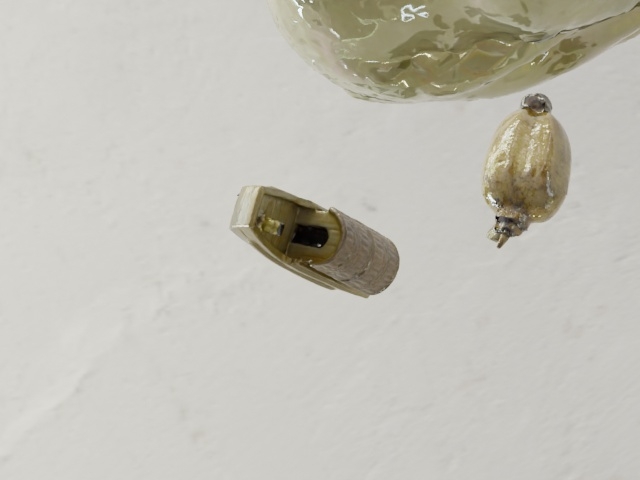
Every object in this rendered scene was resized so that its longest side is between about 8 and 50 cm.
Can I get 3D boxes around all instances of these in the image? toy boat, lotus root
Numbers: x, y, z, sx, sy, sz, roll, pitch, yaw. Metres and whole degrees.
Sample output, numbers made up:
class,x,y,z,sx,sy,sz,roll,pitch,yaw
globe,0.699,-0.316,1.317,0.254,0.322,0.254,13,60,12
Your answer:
class,x,y,z,sx,sy,sz,roll,pitch,yaw
toy boat,0.000,0.000,1.367,0.088,0.226,0.068,11,-99,32
lotus root,0.166,-0.053,1.266,0.072,0.152,0.063,21,-33,1

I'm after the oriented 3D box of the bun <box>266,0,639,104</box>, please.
class,x,y,z,sx,sy,sz,roll,pitch,yaw
bun,0.087,-0.134,0.434,0.116,0.210,0.237,41,-65,22
